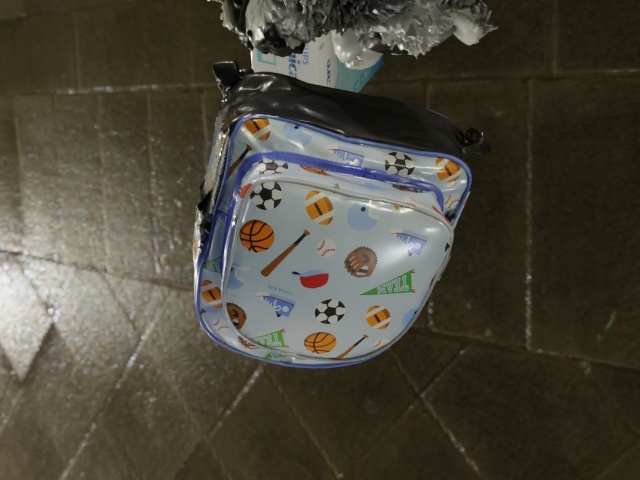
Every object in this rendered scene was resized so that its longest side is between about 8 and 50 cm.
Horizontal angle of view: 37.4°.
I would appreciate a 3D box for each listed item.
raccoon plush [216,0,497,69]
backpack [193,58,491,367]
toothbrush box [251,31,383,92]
[{"bbox_3d":[0.084,-0.323,0.890,0.446,0.299,0.216,-46,57,55],"label":"raccoon plush"},{"bbox_3d":[0.000,0.000,0.900,0.213,0.277,0.263,-85,12,-53],"label":"backpack"},{"bbox_3d":[0.002,-0.344,1.618,0.126,0.295,0.216,15,132,19],"label":"toothbrush box"}]
